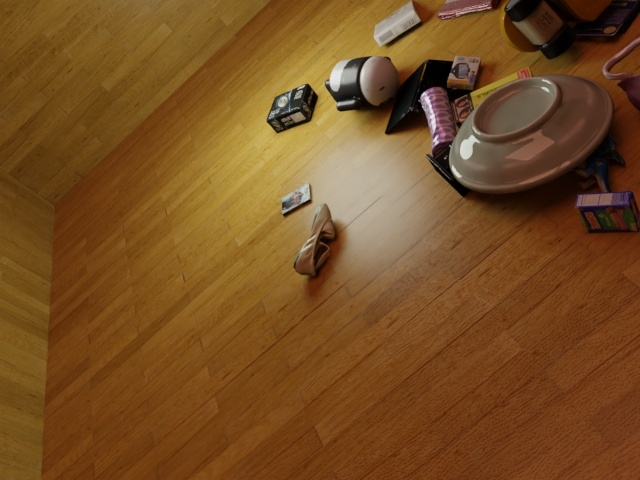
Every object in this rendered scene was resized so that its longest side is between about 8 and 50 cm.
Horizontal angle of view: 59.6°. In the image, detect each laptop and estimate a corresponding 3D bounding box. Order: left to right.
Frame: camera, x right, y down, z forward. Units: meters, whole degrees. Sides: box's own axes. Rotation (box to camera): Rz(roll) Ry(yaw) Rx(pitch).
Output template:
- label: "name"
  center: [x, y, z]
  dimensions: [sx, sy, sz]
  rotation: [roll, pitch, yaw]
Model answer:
- label: "laptop"
  center: [0.358, -0.458, 1.816]
  dimensions: [0.264, 0.137, 0.234]
  rotation: [10, 62, 18]

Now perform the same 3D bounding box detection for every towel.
- label: "towel"
  center: [0.585, -0.928, 2.004]
  dimensions: [0.237, 0.037, 0.329]
  rotation: [13, 65, 49]

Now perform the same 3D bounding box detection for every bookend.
- label: "bookend"
  center: [0.398, -0.226, 1.529]
  dimensions: [0.157, 0.072, 0.156]
  rotation: [-38, 39, 9]

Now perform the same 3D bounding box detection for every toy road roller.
- label: "toy road roller"
  center: [0.651, -0.685, 1.567]
  dimensions: [0.329, 0.202, 0.241]
  rotation: [-47, 16, 13]

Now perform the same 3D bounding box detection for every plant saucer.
- label: "plant saucer"
  center: [0.485, -0.290, 1.361]
  dimensions: [0.400, 0.100, 0.401]
  rotation: [-27, 36, 22]

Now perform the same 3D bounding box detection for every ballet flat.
- label: "ballet flat"
  center: [0.000, 0.000, 1.701]
  dimensions: [0.086, 0.086, 0.249]
  rotation: [1, 59, 43]

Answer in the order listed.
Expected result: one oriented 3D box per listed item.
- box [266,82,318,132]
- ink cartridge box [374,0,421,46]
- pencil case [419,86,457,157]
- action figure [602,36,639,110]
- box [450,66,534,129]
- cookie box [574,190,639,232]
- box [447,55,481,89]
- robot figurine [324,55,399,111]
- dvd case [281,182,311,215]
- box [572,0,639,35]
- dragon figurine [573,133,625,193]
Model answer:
- label: "box"
  center: [-0.115, -0.533, 2.258]
  dimensions: [0.180, 0.077, 0.147]
  rotation: [-11, 50, 36]
- label: "ink cartridge box"
  center: [0.300, -0.856, 2.204]
  dimensions: [0.181, 0.056, 0.225]
  rotation: [-28, 23, 21]
- label: "pencil case"
  center: [0.345, -0.349, 1.635]
  dimensions: [0.088, 0.086, 0.206]
  rotation: [-24, 61, 33]
- label: "action figure"
  center: [0.763, -0.298, 1.090]
  dimensions: [0.248, 0.275, 0.370]
  rotation: [-45, 7, 29]
- label: "box"
  center: [0.494, -0.396, 1.588]
  dimensions: [0.232, 0.058, 0.087]
  rotation: [-19, 60, 28]
- label: "cookie box"
  center: [0.606, -0.058, 1.179]
  dimensions: [0.107, 0.092, 0.040]
  rotation: [0, 54, 43]
- label: "box"
  center: [0.450, -0.529, 1.742]
  dimensions: [0.081, 0.028, 0.136]
  rotation: [11, 64, 19]
- label: "robot figurine"
  center: [0.146, -0.553, 1.969]
  dimensions: [0.278, 0.173, 0.209]
  rotation: [10, 99, 47]
- label: "dvd case"
  center: [-0.084, -0.143, 1.942]
  dimensions: [0.119, 0.013, 0.087]
  rotation: [-26, 43, 22]
- label: "box"
  center: [0.810, -0.641, 1.544]
  dimensions: [0.225, 0.036, 0.136]
  rotation: [-52, 39, -8]
- label: "dragon figurine"
  center: [0.634, -0.195, 1.276]
  dimensions: [0.144, 0.085, 0.289]
  rotation: [-38, 38, 10]
